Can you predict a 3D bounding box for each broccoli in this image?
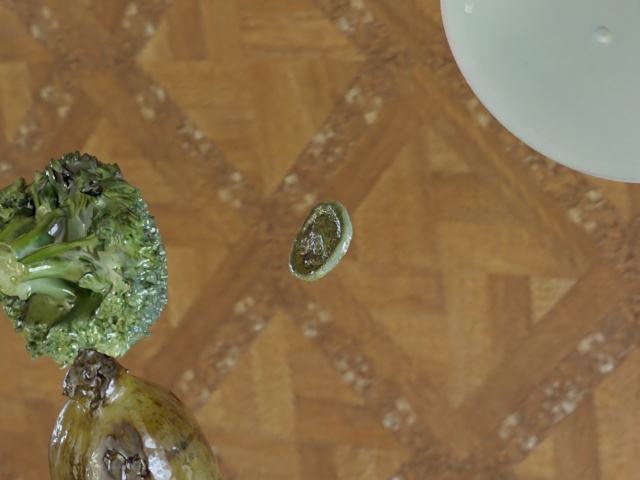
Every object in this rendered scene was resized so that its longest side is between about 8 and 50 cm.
[{"bbox_3d":[-0.243,0.014,1.612,0.226,0.176,0.198,31,110,3],"label":"broccoli"}]

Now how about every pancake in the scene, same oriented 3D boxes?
[{"bbox_3d":[0.000,0.000,1.902,0.108,0.017,0.108,-35,42,39],"label":"pancake"}]

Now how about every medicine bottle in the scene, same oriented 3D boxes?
[{"bbox_3d":[0.246,-0.207,1.203,0.252,0.241,0.252,20,134,22],"label":"medicine bottle"}]

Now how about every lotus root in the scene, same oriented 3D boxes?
[{"bbox_3d":[-0.152,0.200,1.389,0.145,0.128,0.260,8,125,39],"label":"lotus root"}]
